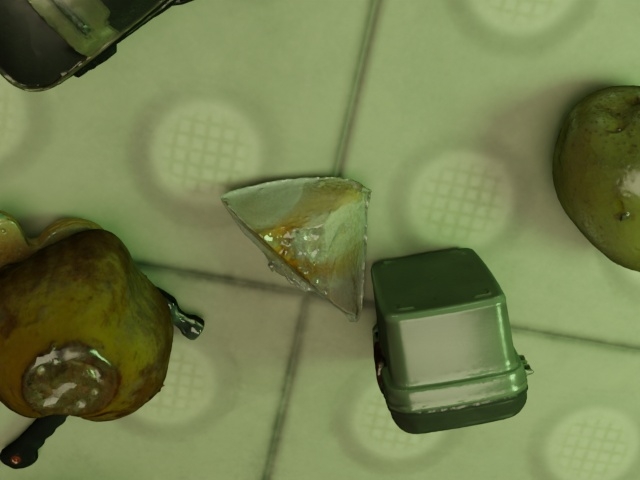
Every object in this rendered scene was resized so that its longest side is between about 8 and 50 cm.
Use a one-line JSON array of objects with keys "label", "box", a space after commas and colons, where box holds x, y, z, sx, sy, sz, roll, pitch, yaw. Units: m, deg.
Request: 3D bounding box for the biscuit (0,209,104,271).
[{"label": "biscuit", "box": [-0.330, 0.039, 0.992, 0.234, 0.030, 0.153, -21, 128, -13]}]

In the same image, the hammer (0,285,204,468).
[{"label": "hammer", "box": [-0.261, 0.158, 1.075, 0.111, 0.033, 0.287, 38, 106, -17]}]

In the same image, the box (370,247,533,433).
[{"label": "box", "box": [0.124, 0.095, 0.979, 0.148, 0.210, 0.129, -10, 105, 1]}]

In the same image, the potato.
[{"label": "potato", "box": [0.318, -0.053, 0.971, 0.157, 0.157, 0.194, -18, 125, 4]}]

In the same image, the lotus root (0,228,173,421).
[{"label": "lotus root", "box": [-0.238, 0.113, 0.934, 0.188, 0.180, 0.199, -32, 115, -2]}]

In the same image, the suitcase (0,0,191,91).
[{"label": "suitcase", "box": [-0.166, -0.331, 0.797, 0.434, 0.194, 0.283, -34, 110, 12]}]

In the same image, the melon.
[{"label": "melon", "box": [0.002, -0.004, 0.995, 0.139, 0.093, 0.202, -44, 113, 6]}]
